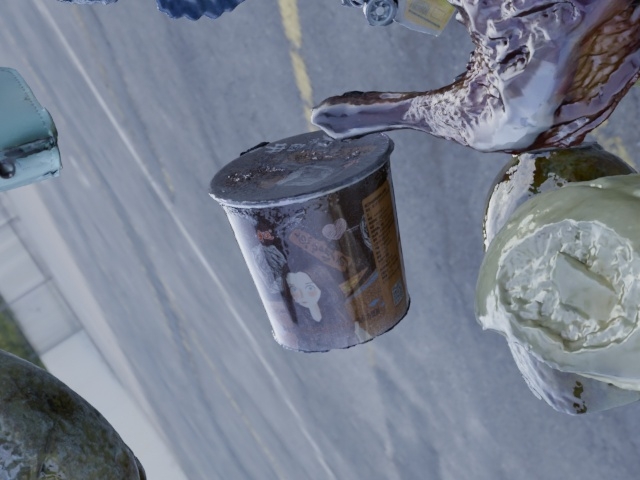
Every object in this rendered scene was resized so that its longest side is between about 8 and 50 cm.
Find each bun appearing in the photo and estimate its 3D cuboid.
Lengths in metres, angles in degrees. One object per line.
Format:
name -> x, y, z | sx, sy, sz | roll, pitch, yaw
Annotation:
bun -> 0.335, 0.041, 0.980 | 0.364, 0.202, 0.364 | 15, -179, 0

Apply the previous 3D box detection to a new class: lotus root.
lotus root -> 0.345, 0.036, 1.367 | 0.250, 0.251, 0.346 | -169, 62, -69
lotus root -> -0.321, 0.218, 1.079 | 0.349, 0.175, 0.175 | 45, 170, -22

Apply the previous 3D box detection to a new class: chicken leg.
chicken leg -> 0.121, -0.116, 0.737 | 0.158, 0.095, 0.407 | 32, 159, -16

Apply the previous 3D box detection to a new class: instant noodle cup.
instant noodle cup -> 0.000, 0.000, 1.193 | 0.217, 0.217, 0.207 | 29, 139, 59

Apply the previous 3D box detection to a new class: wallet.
wallet -> -0.352, -0.067, 0.851 | 0.176, 0.250, 0.075 | 45, 149, 53

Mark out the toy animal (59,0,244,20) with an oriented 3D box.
toy animal -> -0.176, -0.225, 0.681 | 0.239, 0.256, 0.176 | 115, 145, -67

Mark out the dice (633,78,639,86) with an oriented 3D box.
dice -> 0.376, -0.306, 1.106 | 0.227, 0.238, 0.233 | 41, -133, -74

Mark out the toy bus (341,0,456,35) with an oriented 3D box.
toy bus -> 0.019, -0.353, 1.208 | 0.343, 0.138, 0.097 | 24, -162, -28
